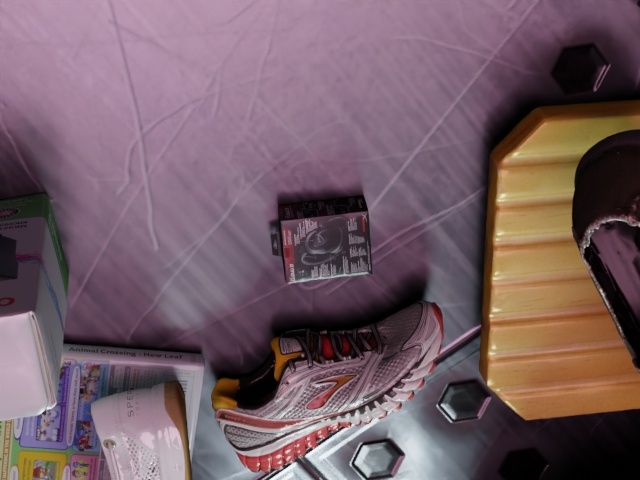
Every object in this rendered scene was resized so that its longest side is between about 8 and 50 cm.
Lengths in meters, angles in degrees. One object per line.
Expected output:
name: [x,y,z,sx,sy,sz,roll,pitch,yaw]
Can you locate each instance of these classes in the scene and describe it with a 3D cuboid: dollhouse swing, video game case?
dollhouse swing: [0.337,0.059,1.288,0.305,0.315,0.346,-12,121,-22]
video game case: [-0.212,0.187,1.428,0.193,0.023,0.212,5,118,-10]

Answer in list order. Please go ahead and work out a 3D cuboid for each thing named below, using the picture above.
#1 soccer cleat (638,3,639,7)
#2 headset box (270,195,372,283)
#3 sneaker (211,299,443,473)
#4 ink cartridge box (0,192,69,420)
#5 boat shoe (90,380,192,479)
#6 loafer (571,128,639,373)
soccer cleat: [0.294,-0.177,1.292,0.083,0.029,0.035,41,111,-19]
headset box: [0.000,0.000,1.348,0.083,0.032,0.062,-7,118,-2]
sneaker: [0.006,0.116,1.379,0.225,0.088,0.092,-31,115,10]
ink cartridge box: [-0.283,0.055,1.241,0.154,0.212,0.093,-9,118,-2]
boat shoe: [-0.157,0.253,1.405,0.096,0.098,0.277,-4,110,-4]
loafer: [0.292,0.096,1.212,0.134,0.130,0.366,-31,99,36]
